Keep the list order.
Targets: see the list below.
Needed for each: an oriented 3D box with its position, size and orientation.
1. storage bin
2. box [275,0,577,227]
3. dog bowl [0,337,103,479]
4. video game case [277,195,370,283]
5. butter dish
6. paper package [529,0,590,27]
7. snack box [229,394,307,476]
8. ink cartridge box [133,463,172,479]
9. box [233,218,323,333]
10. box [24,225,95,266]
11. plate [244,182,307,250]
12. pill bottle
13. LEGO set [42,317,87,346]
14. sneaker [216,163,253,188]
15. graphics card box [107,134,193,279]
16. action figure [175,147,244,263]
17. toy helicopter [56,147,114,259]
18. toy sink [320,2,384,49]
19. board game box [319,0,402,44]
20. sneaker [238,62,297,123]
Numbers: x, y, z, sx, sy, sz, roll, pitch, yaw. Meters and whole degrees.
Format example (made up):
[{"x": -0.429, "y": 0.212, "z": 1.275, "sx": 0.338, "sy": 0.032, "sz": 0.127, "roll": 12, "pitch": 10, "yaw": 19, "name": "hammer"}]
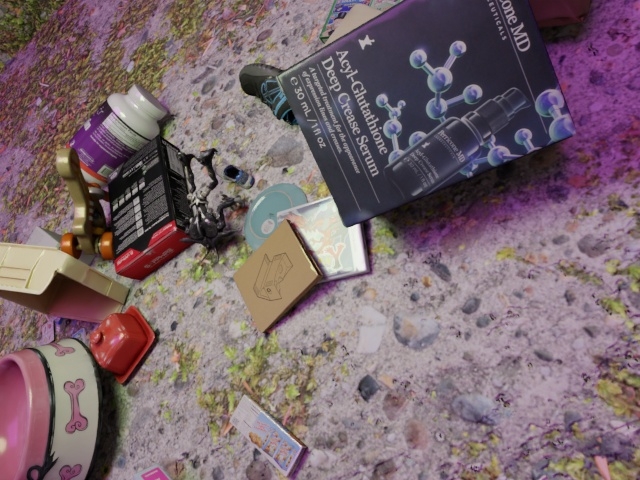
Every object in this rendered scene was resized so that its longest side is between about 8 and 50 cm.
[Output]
[{"x": -0.701, "y": 0.120, "z": 1.221, "sx": 0.260, "sy": 0.262, "sz": 0.123, "roll": 4, "pitch": 65, "yaw": 18, "name": "storage bin"}, {"x": 0.178, "y": -0.242, "z": 0.810, "sx": 0.395, "sy": 0.212, "sz": 0.293, "roll": -23, "pitch": 98, "yaw": 23, "name": "box"}, {"x": -0.707, "y": 0.447, "z": 1.131, "sx": 0.408, "sy": 0.150, "sz": 0.408, "roll": -9, "pitch": 75, "yaw": 38, "name": "dog bowl"}, {"x": 0.000, "y": 0.000, "z": 0.995, "sx": 0.201, "sy": 0.023, "sz": 0.183, "roll": -16, "pitch": 71, "yaw": 26, "name": "video game case"}, {"x": -0.530, "y": 0.255, "z": 1.174, "sx": 0.160, "sy": 0.118, "sz": 0.160, "roll": 36, "pitch": 92, "yaw": 37, "name": "butter dish"}, {"x": 0.381, "y": -0.581, "z": 0.905, "sx": 0.309, "sy": 0.168, "sz": 0.325, "roll": 9, "pitch": 65, "yaw": 34, "name": "paper package"}, {"x": -0.108, "y": 0.384, "z": 0.914, "sx": 0.178, "sy": 0.022, "sz": 0.064, "roll": 26, "pitch": 84, "yaw": 37, "name": "snack box"}, {"x": -0.256, "y": 0.591, "z": 0.854, "sx": 0.311, "sy": 0.065, "sz": 0.186, "roll": 22, "pitch": 108, "yaw": 35, "name": "ink cartridge box"}, {"x": -0.099, "y": 0.079, "z": 1.011, "sx": 0.201, "sy": 0.021, "sz": 0.164, "roll": -45, "pitch": 57, "yaw": 21, "name": "box"}, {"x": -0.821, "y": 0.039, "z": 1.441, "sx": 0.170, "sy": 0.130, "sz": 0.091, "roll": 23, "pitch": 82, "yaw": 37, "name": "box"}, {"x": -0.115, "y": -0.058, "z": 1.109, "sx": 0.188, "sy": 0.024, "sz": 0.188, "roll": -12, "pitch": 63, "yaw": 26, "name": "plate"}, {"x": -0.644, "y": -0.335, "z": 1.461, "sx": 0.323, "sy": 0.181, "sz": 0.181, "roll": -43, "pitch": 54, "yaw": 9, "name": "pill bottle"}, {"x": -0.787, "y": 0.260, "z": 1.373, "sx": 0.182, "sy": 0.060, "sz": 0.244, "roll": -33, "pitch": 55, "yaw": 11, "name": "LEGO set"}, {"x": -0.236, "y": -0.181, "z": 1.216, "sx": 0.135, "sy": 0.058, "sz": 0.052, "roll": 21, "pitch": 82, "yaw": 37, "name": "sneaker"}, {"x": -0.491, "y": -0.100, "z": 1.319, "sx": 0.233, "sy": 0.094, "sz": 0.371, "roll": -33, "pitch": 57, "yaw": 16, "name": "graphics card box"}, {"x": -0.278, "y": -0.087, "z": 1.158, "sx": 0.164, "sy": 0.141, "sz": 0.276, "roll": -8, "pitch": 92, "yaw": 21, "name": "action figure"}, {"x": -0.671, "y": -0.119, "z": 1.318, "sx": 0.140, "sy": 0.355, "sz": 0.235, "roll": -1, "pitch": 46, "yaw": -7, "name": "toy helicopter"}, {"x": 0.139, "y": -0.398, "z": 1.032, "sx": 0.234, "sy": 0.131, "sz": 0.153, "roll": 39, "pitch": 92, "yaw": 32, "name": "toy sink"}, {"x": 0.168, "y": -0.595, "z": 1.151, "sx": 0.317, "sy": 0.046, "sz": 0.213, "roll": 13, "pitch": 76, "yaw": 35, "name": "board game box"}, {"x": -0.108, "y": -0.373, "z": 1.180, "sx": 0.341, "sy": 0.125, "sz": 0.140, "roll": 22, "pitch": 108, "yaw": 47, "name": "sneaker"}]
